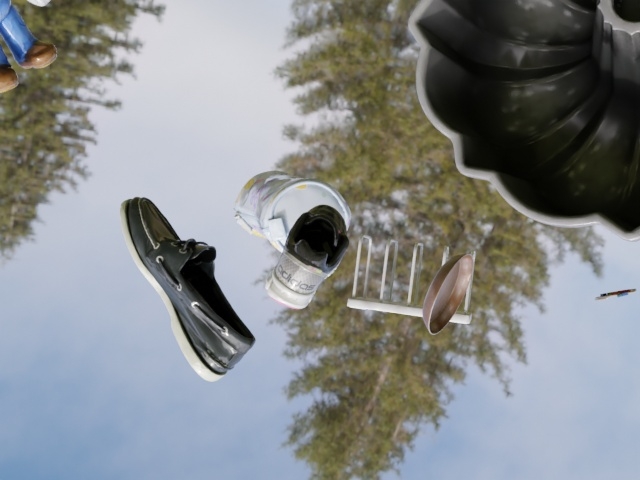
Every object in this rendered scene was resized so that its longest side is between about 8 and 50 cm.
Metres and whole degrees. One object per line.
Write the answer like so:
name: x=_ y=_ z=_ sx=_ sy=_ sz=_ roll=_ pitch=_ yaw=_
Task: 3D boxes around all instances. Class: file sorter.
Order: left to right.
file sorter: x=0.225 y=0.089 z=1.947 sx=0.278 sy=0.173 sz=0.193 roll=8 pitch=179 yaw=12

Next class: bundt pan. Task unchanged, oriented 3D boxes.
bundt pan: x=0.240 y=-0.153 z=0.596 sx=0.331 sy=0.330 sz=0.124 roll=32 pitch=-174 yaw=30

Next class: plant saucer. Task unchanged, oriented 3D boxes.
plant saucer: x=0.237 y=0.097 z=1.560 sx=0.029 sy=0.168 sz=0.168 roll=25 pitch=-155 yaw=26

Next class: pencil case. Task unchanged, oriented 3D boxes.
pencil case: x=-0.049 y=-0.043 z=1.223 sx=0.124 sy=0.113 sz=0.273 roll=-1 pitch=-173 yaw=-16

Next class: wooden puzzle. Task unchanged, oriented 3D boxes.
wooden puzzle: x=0.653 y=0.119 z=1.831 sx=0.079 sy=0.014 sz=0.116 roll=-13 pitch=175 yaw=-14

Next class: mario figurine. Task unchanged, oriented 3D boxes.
mario figurine: x=-0.540 y=-0.394 z=1.290 sx=0.170 sy=0.320 sz=0.198 roll=-12 pitch=-143 yaw=17

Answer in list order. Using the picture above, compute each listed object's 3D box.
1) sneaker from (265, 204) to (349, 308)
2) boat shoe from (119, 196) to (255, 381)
sneaker: x=0.000 y=0.000 z=0.832 sx=0.063 sy=0.075 sz=0.170 roll=34 pitch=-149 yaw=-1
boat shoe: x=-0.212 y=0.056 z=1.348 sx=0.340 sy=0.113 sz=0.127 roll=62 pitch=-162 yaw=19
